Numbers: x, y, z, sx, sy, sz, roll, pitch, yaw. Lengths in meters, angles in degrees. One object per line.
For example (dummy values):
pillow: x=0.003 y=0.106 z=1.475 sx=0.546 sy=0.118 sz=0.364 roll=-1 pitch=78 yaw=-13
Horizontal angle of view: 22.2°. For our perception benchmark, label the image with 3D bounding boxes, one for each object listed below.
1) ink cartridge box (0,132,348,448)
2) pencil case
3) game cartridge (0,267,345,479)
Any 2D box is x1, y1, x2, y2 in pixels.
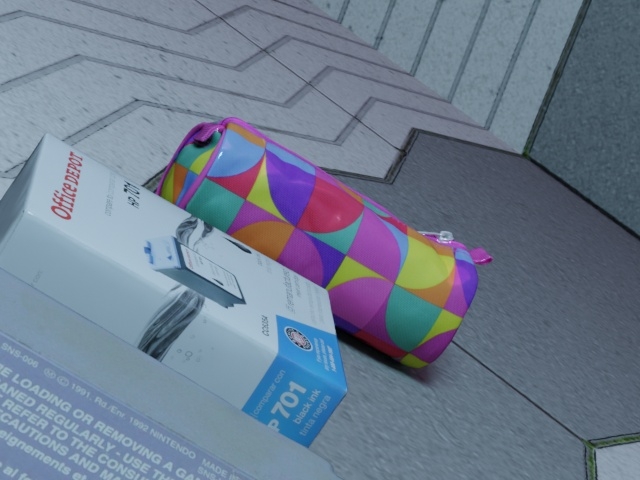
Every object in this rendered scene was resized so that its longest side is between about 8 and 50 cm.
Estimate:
ink cartridge box: x=-0.089 y=0.038 z=0.870 sx=0.190 sy=0.082 sz=0.140 roll=31 pitch=15 yaw=-15
pencil case: x=0.000 y=0.000 z=1.141 sx=0.236 sy=0.104 sz=0.104 roll=27 pitch=17 yaw=-22
game cartridge: x=-0.123 y=0.100 z=0.558 sx=0.355 sy=0.068 sz=0.230 roll=32 pitch=26 yaw=-8
